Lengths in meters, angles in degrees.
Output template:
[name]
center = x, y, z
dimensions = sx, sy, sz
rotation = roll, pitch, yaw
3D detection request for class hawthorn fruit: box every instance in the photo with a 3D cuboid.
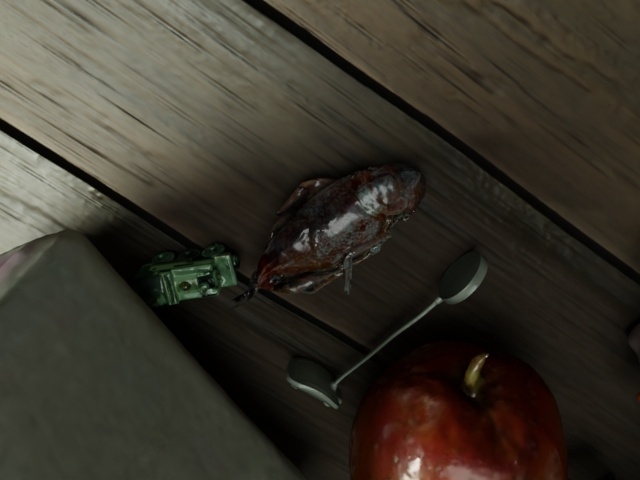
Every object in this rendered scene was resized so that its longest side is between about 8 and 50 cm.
[hawthorn fruit]
center = 0.109, 0.158, 0.549
dimensions = 0.179, 0.179, 0.200
rotation = -3, 130, 3

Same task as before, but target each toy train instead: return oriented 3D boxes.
[toy train]
center = -0.109, 0.029, 0.568
dimensions = 0.083, 0.053, 0.033
rotation = -8, 114, 7

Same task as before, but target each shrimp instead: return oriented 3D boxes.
[shrimp]
center = 0.000, 0.000, 0.545
dimensions = 0.190, 0.075, 0.073
rotation = -40, 140, 11

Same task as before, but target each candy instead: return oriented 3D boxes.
[candy]
center = -0.162, 0.182, 0.538
dimensions = 0.145, 0.208, 0.359
rotation = -20, 116, 37

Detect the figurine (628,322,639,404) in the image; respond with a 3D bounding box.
[figurine]
center = 0.316, 0.078, 0.547
dimensions = 0.137, 0.112, 0.229
rotation = 14, 109, 43

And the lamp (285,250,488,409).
[lamp]
center = 0.055, 0.070, 0.583
dimensions = 0.056, 0.050, 0.198
rotation = 41, 110, -14

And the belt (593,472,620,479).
[belt]
center = 0.285, 0.351, 0.622
dimensions = 0.160, 0.207, 0.295
rotation = -29, 113, 17
